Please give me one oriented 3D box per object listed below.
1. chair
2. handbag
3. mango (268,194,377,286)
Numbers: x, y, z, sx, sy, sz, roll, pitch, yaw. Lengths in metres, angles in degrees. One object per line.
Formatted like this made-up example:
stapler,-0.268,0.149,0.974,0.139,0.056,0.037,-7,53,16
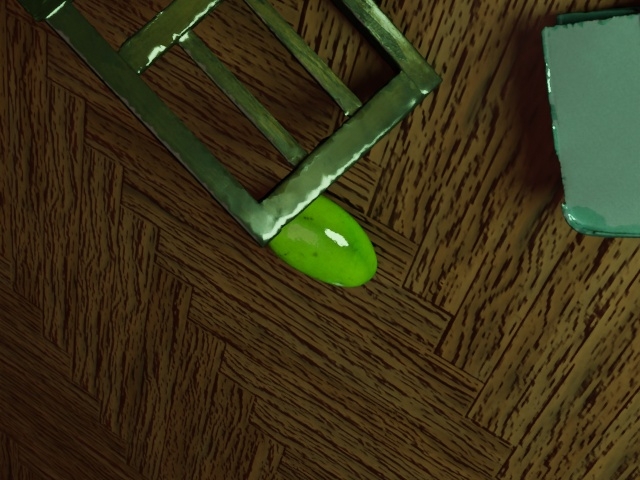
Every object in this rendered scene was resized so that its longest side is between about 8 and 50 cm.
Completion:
chair,-0.109,-0.207,0.472,0.416,0.203,0.240,46,172,-2
handbag,0.244,-0.073,0.483,0.221,0.057,0.144,3,118,34
mango,0.000,0.000,0.711,0.108,0.056,0.073,36,140,-8
